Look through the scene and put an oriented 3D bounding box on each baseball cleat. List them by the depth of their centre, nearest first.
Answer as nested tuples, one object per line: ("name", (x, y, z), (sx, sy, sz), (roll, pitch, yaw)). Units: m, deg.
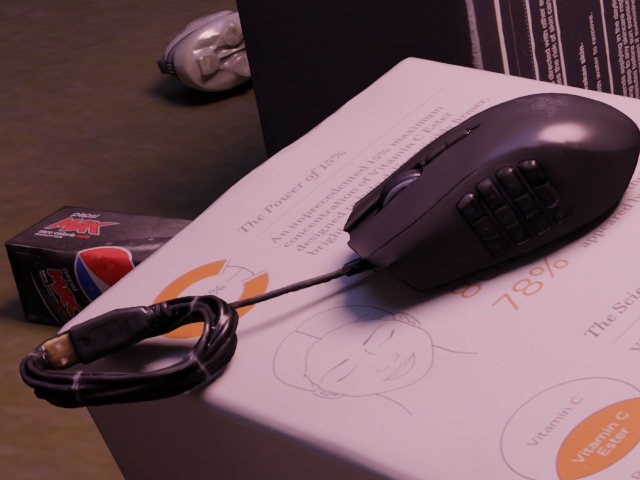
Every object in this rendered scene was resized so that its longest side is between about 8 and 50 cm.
("baseball cleat", (-0.030, -0.171, 1.542), (0.206, 0.072, 0.109), (-17, 17, -23))

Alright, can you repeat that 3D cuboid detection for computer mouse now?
("computer mouse", (0.000, 0.000, 0.717), (0.242, 0.041, 0.071), (-23, 31, 2))

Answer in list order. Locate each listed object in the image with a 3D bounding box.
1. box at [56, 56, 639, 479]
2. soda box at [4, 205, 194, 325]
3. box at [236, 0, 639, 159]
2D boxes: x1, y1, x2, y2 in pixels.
("box", (0.102, 0.075, 0.738), (0.215, 0.168, 0.345), (-39, 34, -27))
("soda box", (-0.101, 0.021, 1.150), (0.169, 0.053, 0.060), (6, 28, 36))
("box", (0.104, -0.167, 1.180), (0.183, 0.296, 0.294), (9, 30, 38))
